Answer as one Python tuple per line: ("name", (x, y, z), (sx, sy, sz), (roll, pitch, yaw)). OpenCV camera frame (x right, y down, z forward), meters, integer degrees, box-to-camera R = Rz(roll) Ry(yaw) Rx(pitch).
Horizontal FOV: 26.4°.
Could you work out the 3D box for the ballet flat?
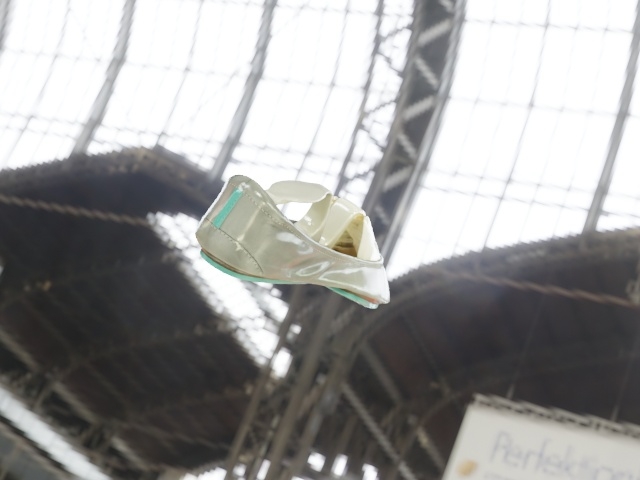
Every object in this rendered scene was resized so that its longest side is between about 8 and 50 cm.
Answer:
("ballet flat", (0.000, 0.000, 0.883), (0.072, 0.068, 0.213), (32, 8, 29))
